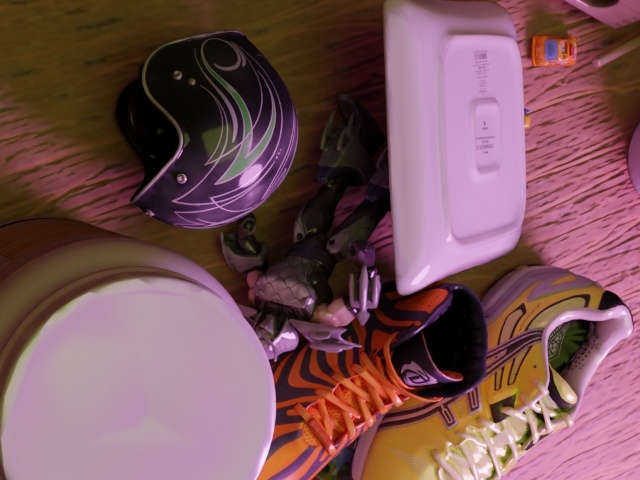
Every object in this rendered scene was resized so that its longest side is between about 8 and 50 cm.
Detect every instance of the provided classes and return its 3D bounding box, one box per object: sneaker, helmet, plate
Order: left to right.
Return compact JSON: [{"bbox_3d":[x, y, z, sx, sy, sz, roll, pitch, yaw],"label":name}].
[{"bbox_3d":[-0.103,-0.094,1.134,0.169,0.169,0.161,-19,87,-23],"label":"helmet"},{"bbox_3d":[0.033,0.137,1.184,0.321,0.180,0.124,-46,110,-27],"label":"sneaker"},{"bbox_3d":[0.147,-0.101,1.238,0.277,0.045,0.278,-14,103,-58],"label":"plate"},{"bbox_3d":[0.172,0.171,1.286,0.145,0.147,0.384,47,69,-23],"label":"sneaker"}]

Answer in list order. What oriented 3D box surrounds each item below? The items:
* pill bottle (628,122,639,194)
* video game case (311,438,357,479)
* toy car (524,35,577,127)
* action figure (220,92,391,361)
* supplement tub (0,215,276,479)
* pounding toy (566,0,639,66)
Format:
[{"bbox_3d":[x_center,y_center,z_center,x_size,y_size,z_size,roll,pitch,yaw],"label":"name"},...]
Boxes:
[{"bbox_3d":[0.480,-0.083,1.325,0.182,0.323,0.181,-3,97,-25],"label":"pill bottle"},{"bbox_3d":[-0.022,0.306,1.291,0.204,0.025,0.285,40,78,-23],"label":"video game case"},{"bbox_3d":[0.251,-0.171,1.363,0.060,0.040,0.122,16,88,-26],"label":"toy car"},{"bbox_3d":[0.000,0.000,1.201,0.285,0.185,0.099,-59,151,-24],"label":"action figure"},{"bbox_3d":[-0.194,0.109,1.016,0.241,0.331,0.241,-3,97,-25],"label":"supplement tub"},{"bbox_3d":[0.338,-0.280,1.344,0.206,0.094,0.181,22,73,-26],"label":"pounding toy"}]
